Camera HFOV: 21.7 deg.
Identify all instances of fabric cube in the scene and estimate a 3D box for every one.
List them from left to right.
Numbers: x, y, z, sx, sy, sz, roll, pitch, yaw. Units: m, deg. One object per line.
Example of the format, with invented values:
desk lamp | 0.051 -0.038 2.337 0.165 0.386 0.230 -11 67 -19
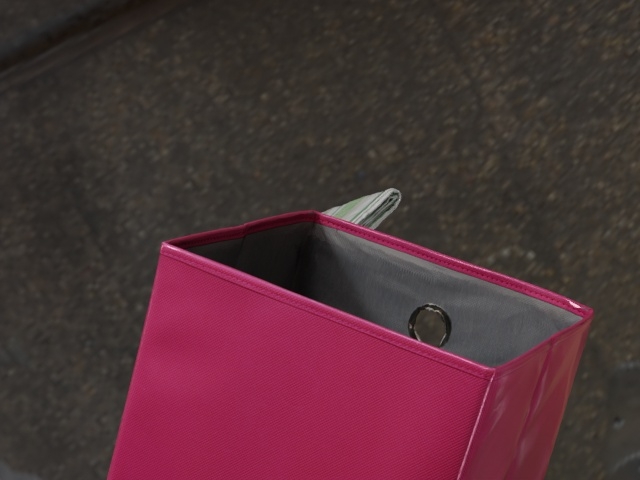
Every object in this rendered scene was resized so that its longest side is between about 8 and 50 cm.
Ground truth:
fabric cube | 0.020 0.146 1.210 0.254 0.259 0.258 19 104 21

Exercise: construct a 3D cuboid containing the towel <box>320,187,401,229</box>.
towel | 0.000 0.000 1.586 0.152 0.113 0.023 -19 108 52
